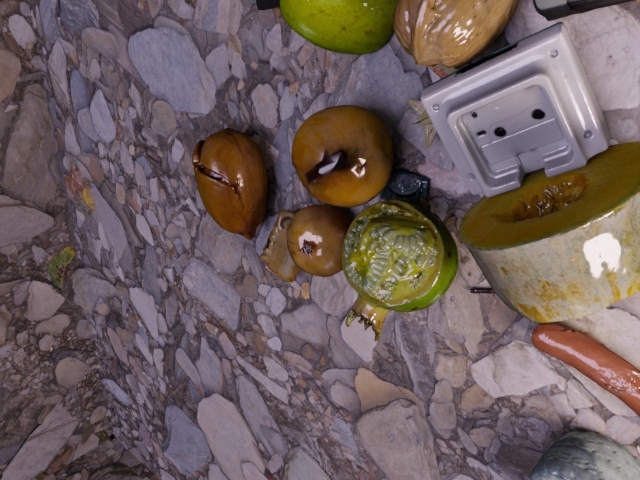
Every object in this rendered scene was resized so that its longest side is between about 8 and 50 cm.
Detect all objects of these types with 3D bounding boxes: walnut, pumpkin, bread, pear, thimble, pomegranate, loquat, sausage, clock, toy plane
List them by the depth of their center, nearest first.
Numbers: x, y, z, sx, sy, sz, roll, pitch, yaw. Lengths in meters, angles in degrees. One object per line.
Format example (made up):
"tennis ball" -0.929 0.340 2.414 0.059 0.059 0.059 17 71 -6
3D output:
"pumpkin" 0.430 -0.006 0.950 0.332 0.332 0.199 -18 111 47
"clock" 0.338 -0.212 0.988 0.262 0.116 0.231 -19 118 34
"walnut" 0.239 -0.417 0.995 0.198 0.198 0.245 34 89 28
"sausage" 0.570 0.266 1.100 0.327 0.079 0.087 37 120 24
"toy plane" 0.279 -0.280 1.109 0.244 0.092 0.228 -23 90 46
"thimble" 0.572 0.532 1.163 0.250 0.172 0.205 50 140 18
"pear" 0.048 -0.503 1.194 0.239 0.139 0.288 42 130 1
"pomegranate" 0.162 0.067 1.259 0.260 0.260 0.340 35 108 27
"loquat" 0.054 -0.192 1.268 0.235 0.235 0.234 20 122 36
"pomegranate" 0.000 0.001 1.443 0.191 0.191 0.191 20 122 36
"walnut" -0.245 -0.150 1.598 0.209 0.209 0.336 6 119 42
"bread" -0.092 0.021 1.614 0.134 0.081 0.225 42 131 14

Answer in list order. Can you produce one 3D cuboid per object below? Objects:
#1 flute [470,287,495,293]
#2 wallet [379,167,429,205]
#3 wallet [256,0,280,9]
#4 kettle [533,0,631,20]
"flute" 0.441 0.110 1.195 0.270 0.014 0.014 -4 106 44
"wallet" 0.193 -0.121 1.313 0.129 0.026 0.088 22 123 35
"wallet" -0.076 -0.629 1.332 0.244 0.025 0.124 9 115 41
"kettle" 0.404 -0.530 0.792 0.361 0.250 0.376 18 126 61
